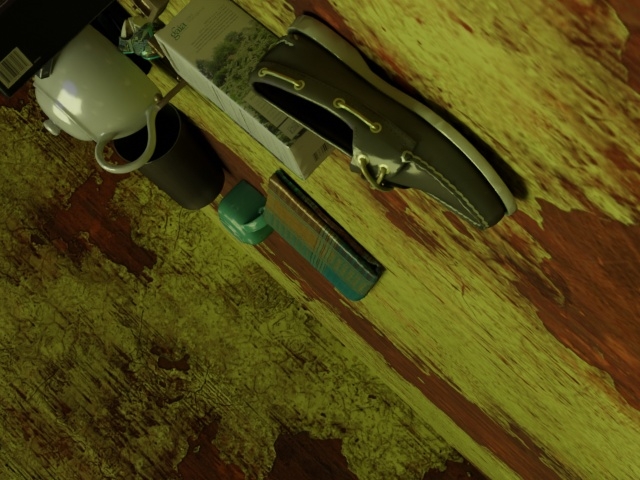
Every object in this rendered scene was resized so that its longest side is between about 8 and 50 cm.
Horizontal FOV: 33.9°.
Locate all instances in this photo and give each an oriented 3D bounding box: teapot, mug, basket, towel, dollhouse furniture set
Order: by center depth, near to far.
[{"bbox_3d":[-0.244,-0.278,1.503,0.151,0.123,0.144,46,171,-11],"label":"dollhouse furniture set"},{"bbox_3d":[-0.417,-0.260,1.879,0.252,0.187,0.256,43,174,-29],"label":"teapot"},{"bbox_3d":[0.000,0.000,1.998,0.271,0.040,0.370,43,170,4],"label":"towel"},{"bbox_3d":[-0.161,-0.056,2.270,0.129,0.097,0.158,43,172,10],"label":"mug"},{"bbox_3d":[-0.318,-0.176,2.291,0.204,0.154,0.227,39,174,41],"label":"basket"}]

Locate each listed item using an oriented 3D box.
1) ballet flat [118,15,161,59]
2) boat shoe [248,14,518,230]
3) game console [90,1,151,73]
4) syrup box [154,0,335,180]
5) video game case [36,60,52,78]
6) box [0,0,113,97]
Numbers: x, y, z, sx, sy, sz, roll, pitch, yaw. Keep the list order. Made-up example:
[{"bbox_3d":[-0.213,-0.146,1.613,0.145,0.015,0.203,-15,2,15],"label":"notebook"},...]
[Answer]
[{"bbox_3d":[-0.292,-0.336,1.714,0.070,0.070,0.188,49,169,-27],"label":"ballet flat"},{"bbox_3d":[0.057,-0.101,1.033,0.305,0.091,0.109,41,171,21],"label":"boat shoe"},{"bbox_3d":[-0.400,-0.396,1.953,0.213,0.044,0.361,46,171,-9],"label":"game console"},{"bbox_3d":[-0.078,-0.189,1.246,0.237,0.093,0.096,41,171,22],"label":"syrup box"},{"bbox_3d":[-0.493,-0.432,1.731,0.196,0.026,0.274,42,132,22],"label":"video game case"},{"bbox_3d":[-0.391,-0.341,1.425,0.184,0.261,0.103,35,167,46],"label":"box"}]
